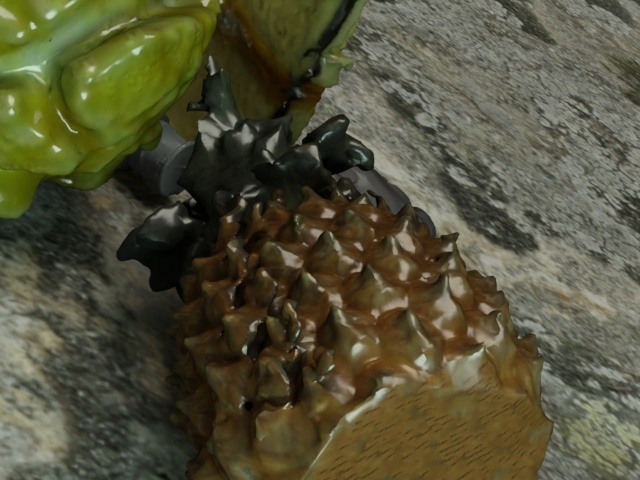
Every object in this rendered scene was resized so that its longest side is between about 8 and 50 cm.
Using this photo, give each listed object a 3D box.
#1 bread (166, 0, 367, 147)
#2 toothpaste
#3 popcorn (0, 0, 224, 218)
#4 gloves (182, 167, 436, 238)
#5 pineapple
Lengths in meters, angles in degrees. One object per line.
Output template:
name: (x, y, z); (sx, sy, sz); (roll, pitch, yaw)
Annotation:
bread: (-0.063, -0.188, 1.262); (0.198, 0.263, 0.236); (22, 29, -17)
toothpaste: (-0.193, -0.117, 1.233); (0.234, 0.057, 0.089); (35, 28, 22)
popcorn: (-0.207, -0.154, 1.062); (0.282, 0.247, 0.282); (40, 20, -18)
gloves: (0.004, -0.002, 1.212); (0.285, 0.119, 0.142); (-9, 79, -59)
pineapple: (-0.017, 0.034, 0.976); (0.223, 0.223, 0.357); (11, 35, -39)
